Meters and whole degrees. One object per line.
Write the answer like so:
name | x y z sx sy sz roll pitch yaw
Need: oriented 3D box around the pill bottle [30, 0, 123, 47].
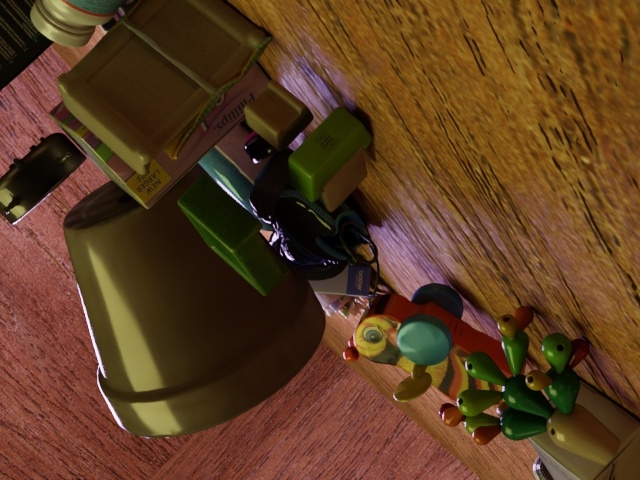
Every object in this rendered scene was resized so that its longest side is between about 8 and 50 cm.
pill bottle | -0.231 -0.276 0.912 0.087 0.160 0.087 27 -145 -21

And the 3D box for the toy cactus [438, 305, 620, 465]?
toy cactus | 0.234 0.172 0.971 0.180 0.112 0.219 34 131 4

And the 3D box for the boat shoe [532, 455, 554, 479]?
boat shoe | 0.416 0.382 1.321 0.223 0.080 0.073 38 165 12

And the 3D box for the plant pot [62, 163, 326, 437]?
plant pot | -0.190 0.052 1.210 0.323 0.323 0.280 30 147 61

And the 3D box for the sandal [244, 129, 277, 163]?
sandal | -0.078 -0.139 1.221 0.040 0.067 0.179 59 171 -14

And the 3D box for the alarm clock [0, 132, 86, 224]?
alarm clock | -0.374 -0.085 1.188 0.064 0.129 0.192 48 171 -12

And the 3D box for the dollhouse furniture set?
dollhouse furniture set | -0.112 -0.122 0.996 0.301 0.197 0.151 41 172 18

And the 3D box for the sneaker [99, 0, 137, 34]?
sneaker | -0.276 -0.303 1.370 0.094 0.081 0.208 47 169 45

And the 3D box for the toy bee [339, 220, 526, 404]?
toy bee | 0.116 0.122 1.201 0.298 0.162 0.195 51 -143 12

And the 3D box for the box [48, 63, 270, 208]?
box | -0.209 -0.175 1.144 0.117 0.213 0.243 50 171 -28

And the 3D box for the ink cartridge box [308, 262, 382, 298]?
ink cartridge box | -0.035 0.061 1.590 0.311 0.065 0.186 8 177 -10

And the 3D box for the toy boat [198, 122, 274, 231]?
toy boat | -0.141 -0.080 1.508 0.267 0.148 0.318 42 171 18

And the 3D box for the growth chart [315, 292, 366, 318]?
growth chart | 0.014 0.091 1.792 0.172 0.021 0.237 47 -166 11

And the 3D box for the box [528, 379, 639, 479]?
box | 0.347 0.285 1.098 0.113 0.094 0.275 38 170 46

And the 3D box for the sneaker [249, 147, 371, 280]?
sneaker | 0.000 0.000 1.307 0.139 0.125 0.341 34 171 21

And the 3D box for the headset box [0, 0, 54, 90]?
headset box | -0.368 -0.324 0.964 0.131 0.283 0.246 35 168 49
